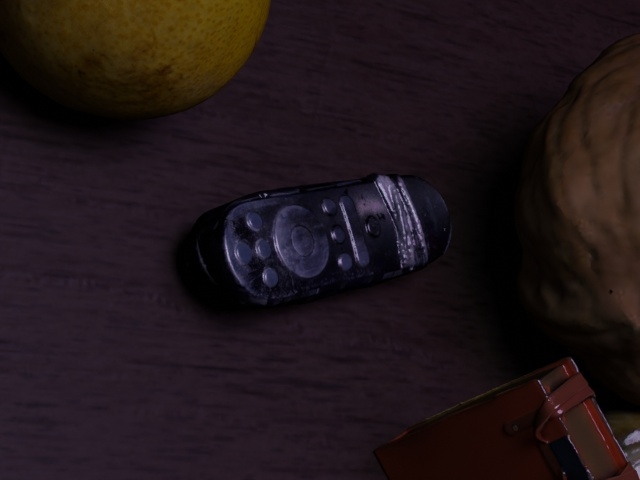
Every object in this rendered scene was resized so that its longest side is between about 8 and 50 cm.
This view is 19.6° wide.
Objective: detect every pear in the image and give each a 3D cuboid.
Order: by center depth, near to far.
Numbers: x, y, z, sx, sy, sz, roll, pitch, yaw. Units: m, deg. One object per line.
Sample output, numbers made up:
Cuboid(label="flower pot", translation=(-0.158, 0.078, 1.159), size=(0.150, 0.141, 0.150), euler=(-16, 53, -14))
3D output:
Cuboid(label="pear", translation=(-0.129, -0.192, 1.316), size=(0.209, 0.209, 0.208), euler=(19, 58, -32))

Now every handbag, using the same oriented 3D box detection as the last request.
Cuboid(label="handbag", translation=(0.140, 0.174, 1.363), size=(0.063, 0.190, 0.127), euler=(-26, 86, -43))

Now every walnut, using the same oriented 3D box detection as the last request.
Cuboid(label="walnut", translation=(0.304, -0.013, 1.528), size=(0.306, 0.306, 0.344), euler=(52, 33, -7))

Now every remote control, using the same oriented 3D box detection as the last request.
Cuboid(label="remote control", translation=(0.000, 0.000, 1.432), size=(0.266, 0.066, 0.090), euler=(-11, 89, -47))

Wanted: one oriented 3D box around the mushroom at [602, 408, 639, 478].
Cuboid(label="mushroom", translation=(0.273, 0.297, 1.479), size=(0.087, 0.107, 0.333), euler=(32, 38, -73))
